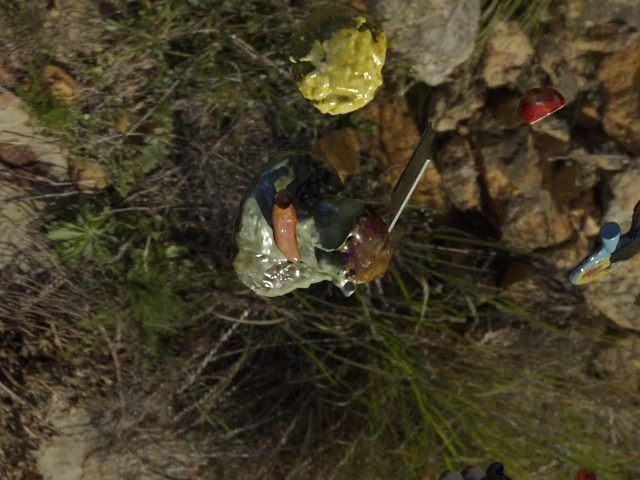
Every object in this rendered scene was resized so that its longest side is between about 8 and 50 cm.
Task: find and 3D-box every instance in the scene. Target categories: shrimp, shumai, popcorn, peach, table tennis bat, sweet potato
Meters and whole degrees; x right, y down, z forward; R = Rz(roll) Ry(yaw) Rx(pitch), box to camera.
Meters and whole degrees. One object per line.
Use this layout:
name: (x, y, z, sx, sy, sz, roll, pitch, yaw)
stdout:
shrimp: (0.708, -0.013, 1.621, 0.035, 0.148, 0.195, 7, 64, -30)
shumai: (0.000, 0.000, 1.841, 0.324, 0.323, 0.397, -41, 144, -37)
popcorn: (0.034, -0.417, 1.807, 0.249, 0.225, 0.249, -2, 97, -17)
peach: (0.421, -0.256, 1.474, 0.050, 0.083, 0.077, 31, 73, -83)
table tennis bat: (0.670, 0.025, 1.801, 0.215, 0.044, 0.329, -31, 156, 8)
sweet potato: (-0.076, -0.042, 1.645, 0.058, 0.078, 0.255, -14, 147, -8)

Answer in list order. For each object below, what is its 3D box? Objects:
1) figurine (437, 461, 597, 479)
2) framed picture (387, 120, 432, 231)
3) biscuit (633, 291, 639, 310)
figurine: (0.342, 0.519, 1.247, 0.241, 0.412, 0.306, 22, 67, -40)
framed picture: (0.212, -0.151, 1.846, 0.010, 0.231, 0.173, 20, 38, -6)
biscuit: (0.863, 0.251, 1.674, 0.365, 0.385, 0.062, 35, 96, -16)
